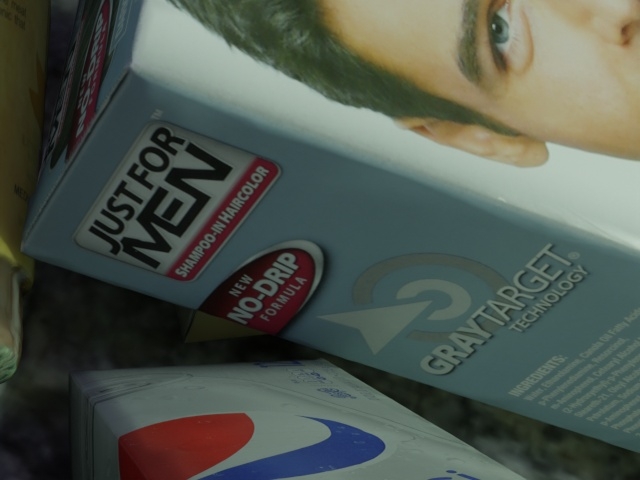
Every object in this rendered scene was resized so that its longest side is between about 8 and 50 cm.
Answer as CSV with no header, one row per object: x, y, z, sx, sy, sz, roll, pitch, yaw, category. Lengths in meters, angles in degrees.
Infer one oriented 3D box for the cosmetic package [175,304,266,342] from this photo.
0.000,0.000,0.675,0.115,0.041,0.060,-4,60,-16,cosmetic package

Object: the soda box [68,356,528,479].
-0.005,0.099,0.466,0.091,0.286,0.098,-2,96,-14,soda box

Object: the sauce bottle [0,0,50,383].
-0.147,-0.117,0.632,0.111,0.111,0.344,6,71,-11,sauce bottle

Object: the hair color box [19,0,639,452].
0.100,-0.039,0.635,0.374,0.113,0.185,19,54,-17,hair color box
